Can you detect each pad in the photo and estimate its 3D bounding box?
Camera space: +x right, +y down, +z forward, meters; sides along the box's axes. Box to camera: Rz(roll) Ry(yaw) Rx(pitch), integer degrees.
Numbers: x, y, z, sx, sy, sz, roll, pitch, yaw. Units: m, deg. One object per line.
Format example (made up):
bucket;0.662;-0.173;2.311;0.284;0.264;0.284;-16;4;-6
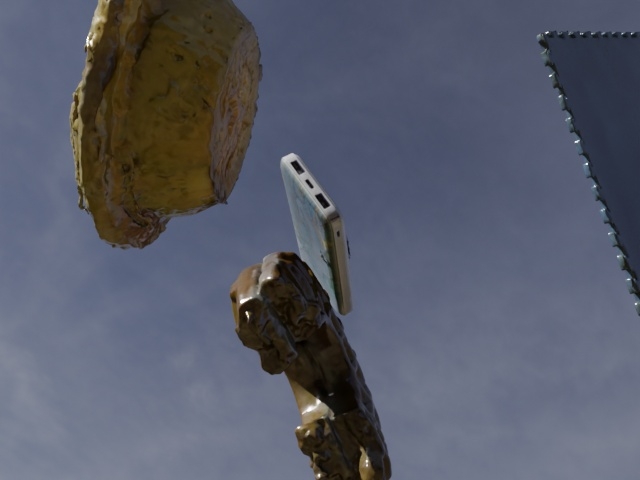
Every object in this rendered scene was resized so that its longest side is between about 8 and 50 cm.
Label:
pad;0.320;-0.077;0.669;0.012;0.269;0.270;-26;-100;49

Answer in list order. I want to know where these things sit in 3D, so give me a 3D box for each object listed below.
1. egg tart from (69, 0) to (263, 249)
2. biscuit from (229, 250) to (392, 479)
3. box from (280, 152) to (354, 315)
egg tart;-0.125;-0.127;0.629;0.118;0.288;0.288;12;-42;6
biscuit;-0.009;0.182;1.016;0.115;0.268;0.366;-22;-78;5
box;0.000;0.000;1.057;0.044;0.142;0.285;-28;-31;-11
